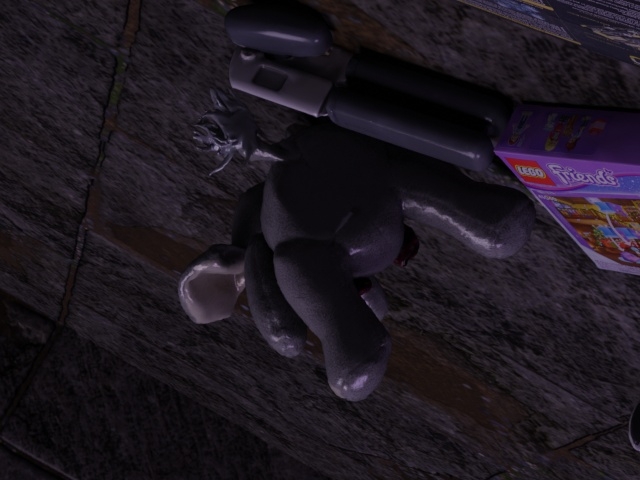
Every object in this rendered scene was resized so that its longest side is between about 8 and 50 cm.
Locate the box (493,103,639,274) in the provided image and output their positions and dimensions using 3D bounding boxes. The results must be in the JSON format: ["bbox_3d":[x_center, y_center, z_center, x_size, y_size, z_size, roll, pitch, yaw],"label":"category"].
[{"bbox_3d":[0.319,-0.032,1.555,0.293,0.057,0.201,10,155,47],"label":"box"}]

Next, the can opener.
[{"bbox_3d":[0.034,-0.147,1.653,0.283,0.076,0.095,20,161,24],"label":"can opener"}]

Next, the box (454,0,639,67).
[{"bbox_3d":[0.129,-0.214,1.164,0.395,0.097,0.318,23,176,21],"label":"box"}]

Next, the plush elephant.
[{"bbox_3d":[0.000,0.000,1.811,0.330,0.272,0.255,38,164,6],"label":"plush elephant"}]

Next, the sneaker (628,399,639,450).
[{"bbox_3d":[0.495,0.265,2.044,0.292,0.110,0.118,30,172,25],"label":"sneaker"}]
